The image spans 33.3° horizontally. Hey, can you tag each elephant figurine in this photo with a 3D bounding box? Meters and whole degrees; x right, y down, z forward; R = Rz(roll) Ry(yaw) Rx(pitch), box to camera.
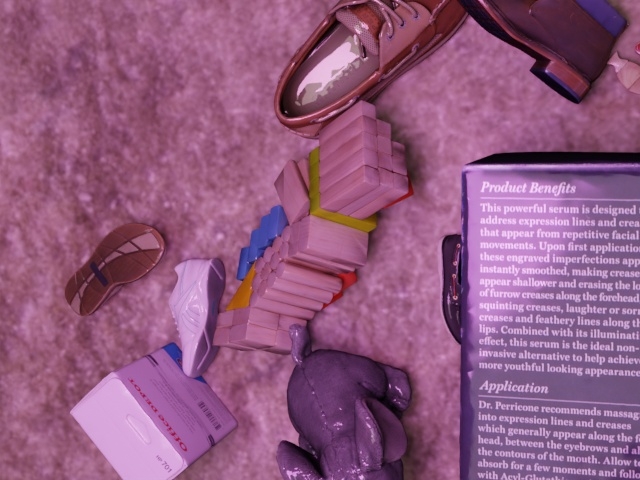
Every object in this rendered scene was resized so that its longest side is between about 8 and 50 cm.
[{"bbox_3d":[0.039,0.239,1.200,0.186,0.239,0.169,11,118,-8],"label":"elephant figurine"}]

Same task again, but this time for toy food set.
[{"bbox_3d":[0.387,-0.177,1.193,0.078,0.019,0.122,-40,78,15],"label":"toy food set"}]

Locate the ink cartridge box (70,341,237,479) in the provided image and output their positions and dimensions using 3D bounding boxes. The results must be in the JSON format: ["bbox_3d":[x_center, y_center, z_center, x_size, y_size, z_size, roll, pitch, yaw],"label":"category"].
[{"bbox_3d":[-0.196,0.215,1.299,0.082,0.190,0.140,-40,85,15],"label":"ink cartridge box"}]

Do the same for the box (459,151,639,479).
[{"bbox_3d":[0.264,0.108,1.113,0.212,0.293,0.396,2,96,14],"label":"box"}]

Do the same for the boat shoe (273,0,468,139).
[{"bbox_3d":[0.067,-0.239,1.216,0.122,0.120,0.324,43,105,7],"label":"boat shoe"}]

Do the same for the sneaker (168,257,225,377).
[{"bbox_3d":[-0.160,0.097,1.351,0.061,0.053,0.152,4,85,25],"label":"sneaker"}]

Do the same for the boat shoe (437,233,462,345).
[{"bbox_3d":[0.167,0.058,1.256,0.042,0.049,0.133,-3,93,46],"label":"boat shoe"}]

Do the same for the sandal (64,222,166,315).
[{"bbox_3d":[-0.260,0.035,1.375,0.180,0.049,0.072,-39,80,30],"label":"sandal"}]

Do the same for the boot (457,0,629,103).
[{"bbox_3d":[0.238,-0.259,1.178,0.219,0.082,0.106,38,94,-19],"label":"boot"}]

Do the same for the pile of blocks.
[{"bbox_3d":[0.000,0.000,1.277,0.112,0.149,0.362,17,125,-31],"label":"pile of blocks"}]
